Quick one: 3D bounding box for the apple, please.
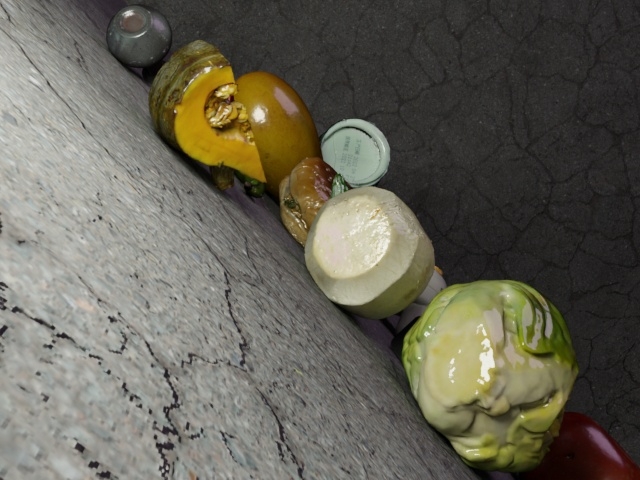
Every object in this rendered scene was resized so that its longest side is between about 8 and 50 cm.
[{"bbox_3d":[0.558,0.503,1.443,0.260,0.216,0.260,47,5,-6],"label":"apple"}]

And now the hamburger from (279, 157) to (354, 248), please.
[{"bbox_3d":[0.018,-0.050,1.502,0.286,0.146,0.243,59,23,0],"label":"hamburger"}]

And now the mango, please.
[{"bbox_3d":[-0.111,-0.237,1.628,0.378,0.221,0.264,57,-7,-33],"label":"mango"}]

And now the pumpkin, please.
[{"bbox_3d":[-0.174,-0.164,0.989,0.131,0.126,0.248,41,-20,40],"label":"pumpkin"}]

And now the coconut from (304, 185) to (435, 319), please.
[{"bbox_3d":[0.091,0.023,1.198,0.241,0.241,0.241,47,4,-4],"label":"coconut"}]

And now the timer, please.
[{"bbox_3d":[0.204,0.141,1.705,0.234,0.240,0.233,24,-19,8],"label":"timer"}]

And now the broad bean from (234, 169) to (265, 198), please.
[{"bbox_3d":[-0.148,-0.132,1.368,0.061,0.046,0.195,48,5,-30],"label":"broad bean"}]

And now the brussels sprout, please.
[{"bbox_3d":[0.286,0.206,1.089,0.344,0.268,0.344,43,17,-17],"label":"brussels sprout"}]

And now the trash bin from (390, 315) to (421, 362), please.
[{"bbox_3d":[0.262,0.273,1.371,0.225,0.115,0.165,39,9,-39],"label":"trash bin"}]

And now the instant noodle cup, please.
[{"bbox_3d":[0.057,-0.200,1.879,0.284,0.284,0.312,47,-16,-1],"label":"instant noodle cup"}]

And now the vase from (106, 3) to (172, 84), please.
[{"bbox_3d":[-0.334,-0.365,1.277,0.120,0.120,0.183,49,-11,14],"label":"vase"}]

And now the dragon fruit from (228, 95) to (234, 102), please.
[{"bbox_3d":[-0.233,-0.246,1.407,0.107,0.083,0.162,8,-28,2],"label":"dragon fruit"}]

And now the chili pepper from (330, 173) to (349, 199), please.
[{"bbox_3d":[0.034,-0.035,1.354,0.088,0.059,0.226,28,58,-51],"label":"chili pepper"}]
